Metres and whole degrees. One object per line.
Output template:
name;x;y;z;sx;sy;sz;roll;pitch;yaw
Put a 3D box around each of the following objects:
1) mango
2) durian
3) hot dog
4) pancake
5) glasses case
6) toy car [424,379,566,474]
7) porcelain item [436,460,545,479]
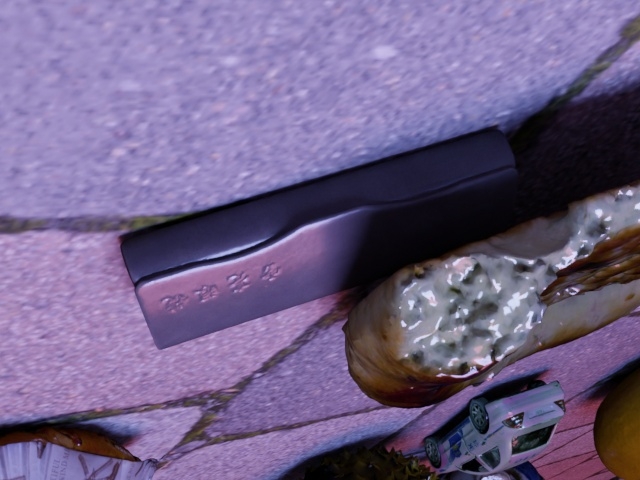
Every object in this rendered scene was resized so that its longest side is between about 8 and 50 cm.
mango;0.449;0.212;1.308;0.195;0.142;0.332;-22;152;-11
durian;0.025;0.294;1.074;0.237;0.193;0.138;-26;119;-19
hot dog;-0.183;0.162;0.697;0.099;0.053;0.192;-30;154;17
pancake;0.166;0.031;0.636;0.304;0.067;0.427;-22;167;7
glasses case;0.001;-0.001;0.505;0.190;0.042;0.072;-17;150;-12
toy car;0.197;0.223;1.166;0.090;0.076;0.224;-14;157;-24
porcelain item;0.148;0.350;1.307;0.288;0.138;0.186;-16;-177;-1
